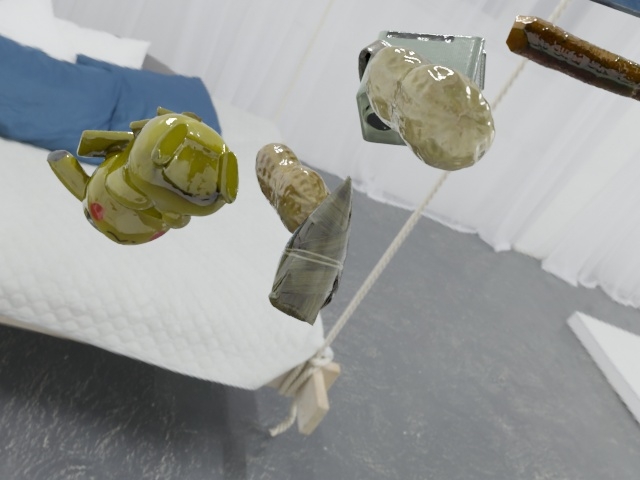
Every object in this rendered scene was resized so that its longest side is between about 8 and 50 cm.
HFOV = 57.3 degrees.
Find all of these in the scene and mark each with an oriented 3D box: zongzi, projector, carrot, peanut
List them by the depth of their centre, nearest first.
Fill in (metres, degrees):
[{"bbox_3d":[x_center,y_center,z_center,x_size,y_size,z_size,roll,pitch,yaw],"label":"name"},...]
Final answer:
[{"bbox_3d":[0.000,0.000,0.775,0.084,0.184,0.187,22,6,-3],"label":"zongzi"},{"bbox_3d":[0.138,-0.192,0.793,0.123,0.124,0.257,13,31,-35],"label":"peanut"},{"bbox_3d":[0.447,-0.275,0.927,0.314,0.066,0.066,26,25,10],"label":"carrot"},{"bbox_3d":[-0.045,-0.090,1.024,0.095,0.108,0.226,-10,46,-32],"label":"peanut"},{"bbox_3d":[0.179,-0.280,1.100,0.242,0.163,0.177,11,60,17],"label":"projector"}]

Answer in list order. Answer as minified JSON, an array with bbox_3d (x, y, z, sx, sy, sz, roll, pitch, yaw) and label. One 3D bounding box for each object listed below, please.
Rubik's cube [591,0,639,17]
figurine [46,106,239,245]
[{"bbox_3d":[0.430,-0.466,0.591,0.363,0.359,0.362,23,-15,3],"label":"Rubik's cube"},{"bbox_3d":[-0.280,-0.094,0.915,0.218,0.326,0.169,33,47,-36],"label":"figurine"}]
